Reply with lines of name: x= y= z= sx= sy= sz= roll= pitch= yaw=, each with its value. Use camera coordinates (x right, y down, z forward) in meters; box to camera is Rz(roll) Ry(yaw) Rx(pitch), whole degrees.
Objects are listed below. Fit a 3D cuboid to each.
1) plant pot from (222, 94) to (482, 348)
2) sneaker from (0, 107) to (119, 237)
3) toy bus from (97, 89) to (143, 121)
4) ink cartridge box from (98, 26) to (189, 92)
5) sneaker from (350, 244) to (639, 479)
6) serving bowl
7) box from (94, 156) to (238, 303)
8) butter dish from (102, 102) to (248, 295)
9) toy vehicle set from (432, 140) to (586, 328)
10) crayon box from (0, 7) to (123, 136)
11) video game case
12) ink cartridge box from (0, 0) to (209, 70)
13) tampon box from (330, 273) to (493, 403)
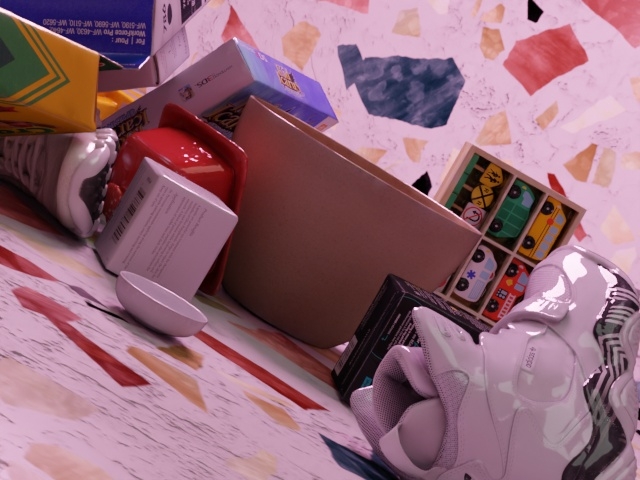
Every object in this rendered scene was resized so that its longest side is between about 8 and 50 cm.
plant pot: x=0.000 y=0.000 z=1.910 sx=0.284 sy=0.191 sz=0.284 roll=31 pitch=6 yaw=-3
sneaker: x=-0.266 y=-0.076 z=1.756 sx=0.118 sy=0.110 sz=0.292 roll=14 pitch=8 yaw=-17
toy bus: x=-0.231 y=-0.123 z=2.305 sx=0.130 sy=0.108 sz=0.333 roll=35 pitch=6 yaw=28
ink cartridge box: x=-0.300 y=-0.175 z=1.905 sx=0.275 sy=0.060 sz=0.239 roll=-4 pitch=20 yaw=14
sneaker: x=0.151 y=0.101 z=1.530 sx=0.210 sy=0.137 sz=0.366 roll=25 pitch=37 yaw=-12
serving bowl: x=-0.135 y=0.057 z=1.497 sx=0.083 sy=0.027 sz=0.083 roll=30 pitch=5 yaw=-3
box: x=-0.143 y=-0.008 z=1.675 sx=0.087 sy=0.101 sz=0.102 roll=29 pitch=5 yaw=-18
butter dish: x=-0.163 y=-0.040 z=1.791 sx=0.118 sy=0.160 sz=0.160 roll=-4 pitch=28 yaw=-39
toy vehicle set: x=0.181 y=0.037 z=2.176 sx=0.166 sy=0.267 sz=0.035 roll=28 pitch=5 yaw=-12
crayon box: x=-0.332 y=-0.147 z=1.599 sx=0.202 sy=0.081 sz=0.318 roll=-2 pitch=-7 yaw=22
video game case: x=-0.134 y=-0.117 z=2.057 sx=0.061 sy=0.244 sz=0.269 roll=62 pitch=15 yaw=15
ink cartridge box: x=-0.221 y=-0.247 z=1.879 sx=0.165 sy=0.065 sz=0.332 roll=2 pitch=21 yaw=8
tampon box: x=0.111 y=0.126 z=1.709 sx=0.161 sy=0.120 sz=0.101 roll=30 pitch=6 yaw=-10
